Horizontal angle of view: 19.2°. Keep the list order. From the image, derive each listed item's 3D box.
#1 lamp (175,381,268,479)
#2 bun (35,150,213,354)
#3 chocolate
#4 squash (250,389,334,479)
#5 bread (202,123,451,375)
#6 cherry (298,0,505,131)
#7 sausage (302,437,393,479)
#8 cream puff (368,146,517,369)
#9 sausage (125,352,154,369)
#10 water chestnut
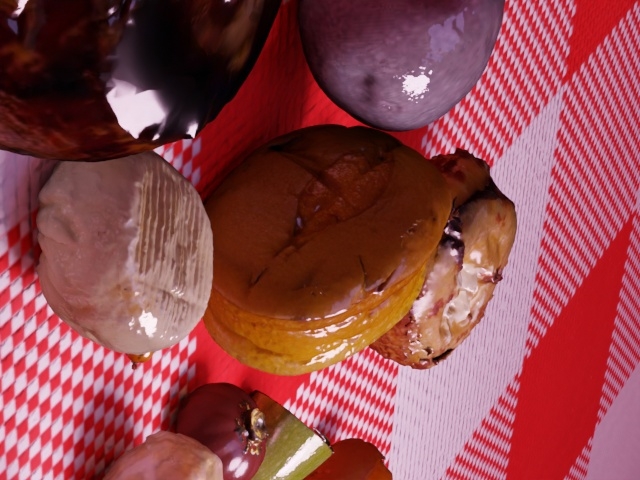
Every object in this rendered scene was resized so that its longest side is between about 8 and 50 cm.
[{"bbox_3d":[-0.093,0.182,1.778,0.101,0.090,0.101,35,46,-48],"label":"lamp"},{"bbox_3d":[-0.157,0.004,1.451,0.188,0.111,0.164,30,62,-66],"label":"bun"},{"bbox_3d":[-0.141,0.293,1.708,0.134,0.134,0.309,-51,156,-41],"label":"chocolate"},{"bbox_3d":[-0.065,0.232,1.907,0.132,0.105,0.105,-51,154,-14],"label":"squash"},{"bbox_3d":[0.000,0.000,1.706,0.269,0.195,0.143,-41,154,-37],"label":"bread"},{"bbox_3d":[0.075,-0.206,1.722,0.213,0.183,0.266,-57,153,-24],"label":"cherry"},{"bbox_3d":[-0.025,0.325,2.055,0.330,0.102,0.102,-46,148,-45],"label":"sausage"},{"bbox_3d":[0.111,0.015,2.044,0.240,0.164,0.240,-39,149,-29],"label":"cream puff"},{"bbox_3d":[-0.146,0.060,1.618,0.031,0.031,0.107,-3,112,-68],"label":"sausage"},{"bbox_3d":[-0.113,-0.201,1.094,0.350,0.302,0.351,15,90,-71],"label":"water chestnut"}]
